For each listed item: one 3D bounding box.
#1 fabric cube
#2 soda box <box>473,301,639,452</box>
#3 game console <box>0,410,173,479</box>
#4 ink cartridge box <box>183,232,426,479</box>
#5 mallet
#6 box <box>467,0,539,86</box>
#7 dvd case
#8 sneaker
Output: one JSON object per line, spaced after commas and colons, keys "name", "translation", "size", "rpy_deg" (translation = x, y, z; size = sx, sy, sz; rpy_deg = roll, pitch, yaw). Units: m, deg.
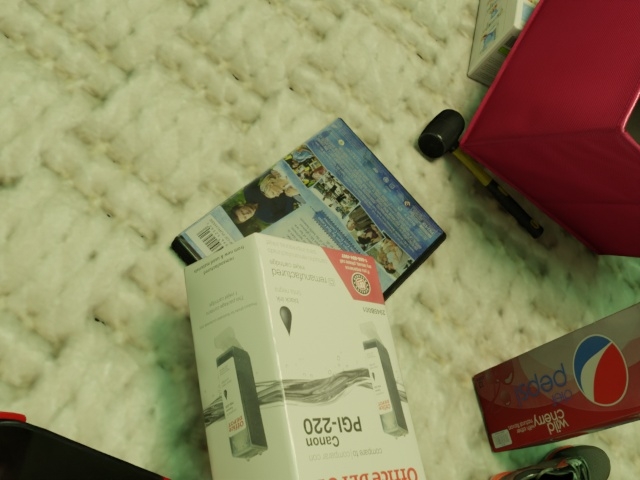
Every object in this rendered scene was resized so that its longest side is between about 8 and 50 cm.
{"name": "fabric cube", "translation": [0.359, -0.140, 0.793], "size": [0.259, 0.258, 0.254], "rpy_deg": [32, 80, -20]}
{"name": "soda box", "translation": [0.256, 0.124, 0.673], "size": [0.092, 0.263, 0.084], "rpy_deg": [-1, 67, -26]}
{"name": "game console", "translation": [-0.129, 0.315, 0.419], "size": [0.342, 0.060, 0.387], "rpy_deg": [37, 38, -33]}
{"name": "ink cartridge box", "translation": [-0.011, 0.117, 0.597], "size": [0.158, 0.092, 0.218], "rpy_deg": [12, 61, -48]}
{"name": "mallet", "translation": [0.198, -0.080, 0.891], "size": [0.189, 0.039, 0.062], "rpy_deg": [39, 53, -10]}
{"name": "box", "translation": [0.280, -0.296, 0.993], "size": [0.114, 0.103, 0.203], "rpy_deg": [23, 58, -14]}
{"name": "dvd case", "translation": [0.000, 0.000, 0.757], "size": [0.180, 0.022, 0.253], "rpy_deg": [48, 55, 1]}
{"name": "sneaker", "translation": [0.237, 0.237, 0.729], "size": [0.157, 0.065, 0.061], "rpy_deg": [-11, 71, -30]}
